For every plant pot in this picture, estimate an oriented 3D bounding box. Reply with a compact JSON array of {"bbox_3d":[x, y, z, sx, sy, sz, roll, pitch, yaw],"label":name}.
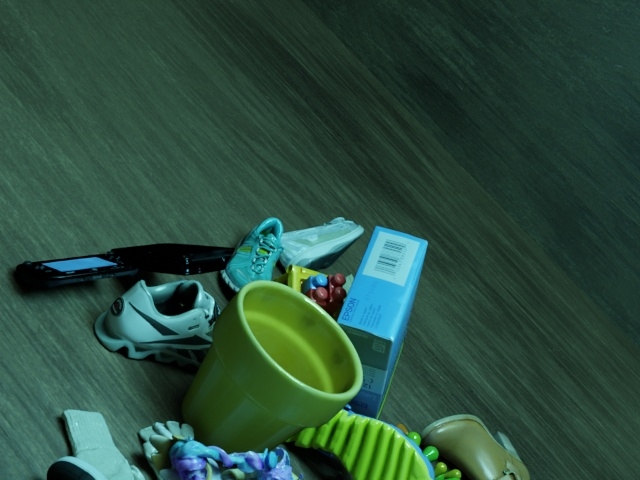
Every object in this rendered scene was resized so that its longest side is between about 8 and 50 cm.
[{"bbox_3d":[-0.100,0.235,1.818,0.254,0.239,0.254,34,25,-18],"label":"plant pot"}]

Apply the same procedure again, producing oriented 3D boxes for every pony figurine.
[{"bbox_3d":[-0.085,0.427,1.526,0.363,0.303,0.351,43,12,-52],"label":"pony figurine"}]

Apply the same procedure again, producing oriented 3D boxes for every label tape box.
[{"bbox_3d":[0.098,0.183,2.078,0.115,0.347,0.249,17,49,7],"label":"label tape box"}]

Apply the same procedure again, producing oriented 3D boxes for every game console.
[{"bbox_3d":[-0.340,0.041,1.900,0.213,0.043,0.361,3,8,43],"label":"game console"}]

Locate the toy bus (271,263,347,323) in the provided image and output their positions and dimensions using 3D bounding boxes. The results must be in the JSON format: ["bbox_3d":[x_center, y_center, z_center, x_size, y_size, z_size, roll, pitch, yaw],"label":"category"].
[{"bbox_3d":[-0.027,0.155,2.055,0.150,0.211,0.220,20,52,-28],"label":"toy bus"}]

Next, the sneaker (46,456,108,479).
[{"bbox_3d":[-0.313,0.383,1.442,0.217,0.079,0.121,49,24,15],"label":"sneaker"}]

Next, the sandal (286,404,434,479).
[{"bbox_3d":[0.069,0.354,1.947,0.317,0.126,0.138,30,5,26],"label":"sandal"}]

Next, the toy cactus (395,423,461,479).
[{"bbox_3d":[0.145,0.427,1.999,0.219,0.112,0.181,31,39,34],"label":"toy cactus"}]

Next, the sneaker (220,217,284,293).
[{"bbox_3d":[-0.132,0.037,2.269,0.107,0.110,0.275,34,25,-15],"label":"sneaker"}]

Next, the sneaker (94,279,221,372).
[{"bbox_3d":[-0.218,0.143,1.922,0.331,0.146,0.122,14,34,-48],"label":"sneaker"}]

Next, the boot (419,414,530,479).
[{"bbox_3d":[0.330,0.481,2.232,0.283,0.109,0.220,29,29,-41],"label":"boot"}]

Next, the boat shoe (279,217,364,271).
[{"bbox_3d":[-0.002,0.002,2.520,0.103,0.118,0.320,50,32,9],"label":"boat shoe"}]

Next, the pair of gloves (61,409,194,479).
[{"bbox_3d":[-0.264,0.340,1.638,0.240,0.042,0.204,20,32,-38],"label":"pair of gloves"}]

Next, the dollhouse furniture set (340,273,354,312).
[{"bbox_3d":[0.034,0.192,2.272,0.183,0.129,0.129,63,21,-10],"label":"dollhouse furniture set"}]
